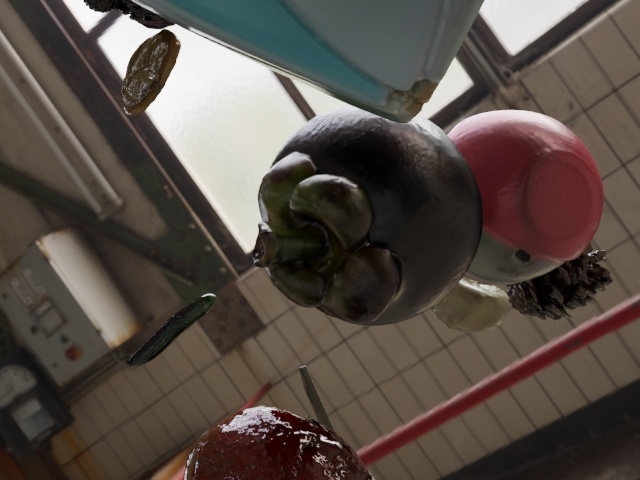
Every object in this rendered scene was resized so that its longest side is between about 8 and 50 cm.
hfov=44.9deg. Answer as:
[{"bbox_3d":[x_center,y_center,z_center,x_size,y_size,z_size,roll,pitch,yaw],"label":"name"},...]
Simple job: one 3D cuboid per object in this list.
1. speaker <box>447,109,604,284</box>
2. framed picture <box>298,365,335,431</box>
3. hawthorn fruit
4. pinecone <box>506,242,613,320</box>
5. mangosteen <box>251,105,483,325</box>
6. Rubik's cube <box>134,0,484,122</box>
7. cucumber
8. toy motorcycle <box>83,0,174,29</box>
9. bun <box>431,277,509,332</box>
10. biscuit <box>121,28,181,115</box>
[{"bbox_3d":[0.291,-0.063,1.239,0.294,0.294,0.294,-35,-1,0],"label":"speaker"},{"bbox_3d":[0.016,0.426,1.736,0.018,0.265,0.192,-23,-24,-9],"label":"framed picture"},{"bbox_3d":[-0.023,0.251,0.755,0.235,0.181,0.181,-10,14,33],"label":"hawthorn fruit"},{"bbox_3d":[0.471,0.070,1.544,0.205,0.179,0.184,-12,36,19],"label":"pinecone"},{"bbox_3d":[0.066,-0.020,0.985,0.297,0.297,0.313,-36,27,16],"label":"mangosteen"},{"bbox_3d":[-0.001,-0.328,0.693,0.352,0.352,0.347,-62,3,11],"label":"Rubik's cube"},{"bbox_3d":[-0.365,0.221,1.899,0.284,0.056,0.056,-39,-1,7],"label":"cucumber"},{"bbox_3d":[-0.442,-0.586,1.767,0.134,0.401,0.207,94,-179,-50],"label":"toy motorcycle"},{"bbox_3d":[0.341,0.146,1.816,0.193,0.178,0.128,12,-71,-34],"label":"bun"},{"bbox_3d":[-0.390,-0.392,1.766,0.260,0.041,0.203,-19,56,48],"label":"biscuit"}]
